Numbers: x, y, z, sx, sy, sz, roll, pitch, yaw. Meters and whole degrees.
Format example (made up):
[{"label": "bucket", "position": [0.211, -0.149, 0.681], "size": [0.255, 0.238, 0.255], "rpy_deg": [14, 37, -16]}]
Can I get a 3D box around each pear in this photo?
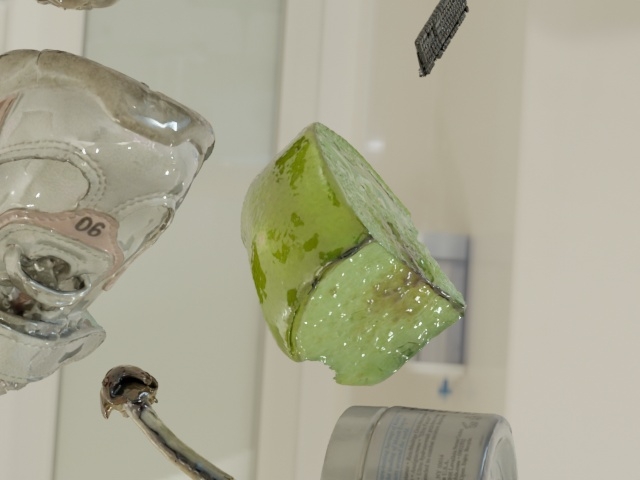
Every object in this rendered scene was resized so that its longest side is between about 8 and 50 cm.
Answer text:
[{"label": "pear", "position": [0.000, 0.000, 1.782], "size": [0.176, 0.282, 0.286], "rpy_deg": [-37, 145, 12]}]

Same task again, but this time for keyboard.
[{"label": "keyboard", "position": [0.170, -0.300, 2.204], "size": [0.018, 0.060, 0.195], "rpy_deg": [0, -144, 25]}]

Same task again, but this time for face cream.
[{"label": "face cream", "position": [0.097, 0.244, 1.462], "size": [0.152, 0.177, 0.177], "rpy_deg": [2, 177, 19]}]

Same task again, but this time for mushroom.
[{"label": "mushroom", "position": [-0.155, 0.203, 1.621], "size": [0.060, 0.187, 0.061], "rpy_deg": [-40, 173, -38]}]

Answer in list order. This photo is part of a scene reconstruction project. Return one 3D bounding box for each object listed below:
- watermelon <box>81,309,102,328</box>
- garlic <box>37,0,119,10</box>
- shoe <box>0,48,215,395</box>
[{"label": "watermelon", "position": [-0.463, 0.078, 2.137], "size": [0.283, 0.293, 0.250], "rpy_deg": [-8, 136, 37]}, {"label": "garlic", "position": [-0.369, -0.409, 2.189], "size": [0.227, 0.152, 0.228], "rpy_deg": [16, -165, -4]}, {"label": "shoe", "position": [-0.210, 0.010, 1.137], "size": [0.171, 0.198, 0.351], "rpy_deg": [23, 150, -27]}]
